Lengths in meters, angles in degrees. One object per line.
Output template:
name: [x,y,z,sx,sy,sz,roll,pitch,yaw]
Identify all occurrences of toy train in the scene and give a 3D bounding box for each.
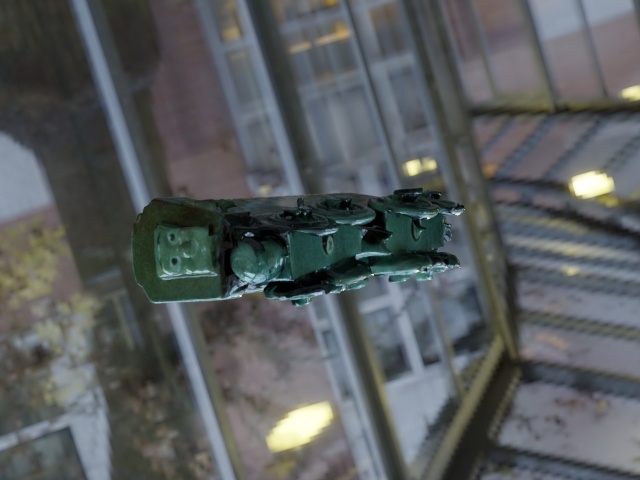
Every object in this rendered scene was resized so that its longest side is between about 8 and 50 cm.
toy train: [0.000,0.000,0.588,0.071,0.038,0.148,1,-176,32]
